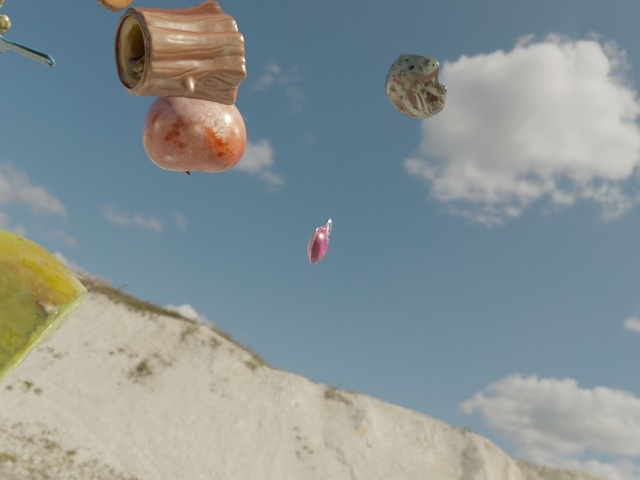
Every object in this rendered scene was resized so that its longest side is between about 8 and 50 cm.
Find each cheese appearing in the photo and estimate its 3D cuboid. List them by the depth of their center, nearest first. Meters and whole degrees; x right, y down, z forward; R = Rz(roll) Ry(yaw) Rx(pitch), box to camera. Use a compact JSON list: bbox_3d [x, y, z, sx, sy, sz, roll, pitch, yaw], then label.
[{"bbox_3d":[0.000,0.000,1.540,0.038,0.145,0.095,13,-51,17],"label":"cheese"}]

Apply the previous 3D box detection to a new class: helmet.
[{"bbox_3d":[0.225,-0.372,1.566,0.153,0.107,0.176,18,-39,47],"label":"helmet"}]

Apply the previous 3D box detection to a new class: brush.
[{"bbox_3d":[-0.463,-0.293,0.948,0.164,0.014,0.051,23,-23,18],"label":"brush"}]

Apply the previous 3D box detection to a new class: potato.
[{"bbox_3d":[-0.550,0.072,0.999,0.280,0.330,0.213,39,-54,-7],"label":"potato"}]

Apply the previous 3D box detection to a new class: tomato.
[{"bbox_3d":[-0.329,-0.289,1.634,0.271,0.226,0.270,2,15,0],"label":"tomato"}]

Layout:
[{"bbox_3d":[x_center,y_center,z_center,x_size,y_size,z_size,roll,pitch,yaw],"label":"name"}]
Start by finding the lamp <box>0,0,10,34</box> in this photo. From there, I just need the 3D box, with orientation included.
[{"bbox_3d":[-0.602,-0.423,1.000,0.223,0.150,0.215,14,-36,-37],"label":"lamp"}]

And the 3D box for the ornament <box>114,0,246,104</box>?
[{"bbox_3d":[-0.310,-0.399,1.343,0.218,0.235,0.221,-10,2,-39],"label":"ornament"}]

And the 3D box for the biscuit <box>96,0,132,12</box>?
[{"bbox_3d":[-0.566,-0.726,1.574,0.038,0.305,0.305,-12,-35,15],"label":"biscuit"}]
